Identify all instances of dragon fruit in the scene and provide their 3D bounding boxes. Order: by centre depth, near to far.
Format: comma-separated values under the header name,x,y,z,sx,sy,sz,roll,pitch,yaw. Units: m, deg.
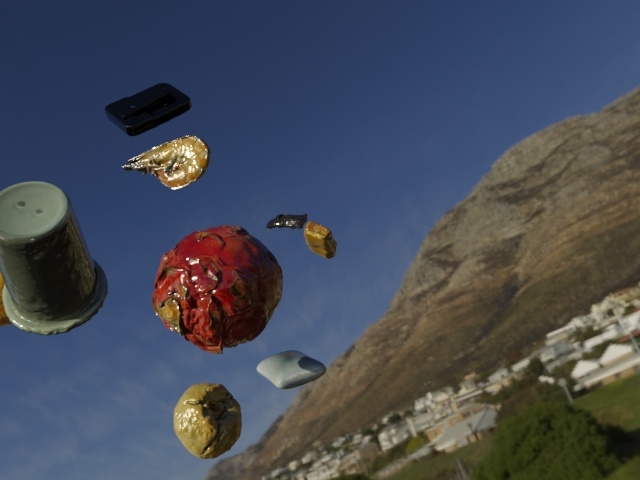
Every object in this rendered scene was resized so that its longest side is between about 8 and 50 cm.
name,x,y,z,sx,sy,sz,roll,pitch,yaw
dragon fruit,-0.222,0.104,1.489,0.277,0.277,0.342,-34,5,29

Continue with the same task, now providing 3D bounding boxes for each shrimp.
name,x,y,z,sx,sy,sz,roll,pitch,yaw
shrimp,-0.483,-0.231,2.114,0.316,0.164,0.062,-10,-19,19

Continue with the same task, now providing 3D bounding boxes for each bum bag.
name,x,y,z,sx,sy,sz,roll,pitch,yaw
bum bag,-0.085,-0.051,1.771,0.124,0.058,0.034,2,-51,33

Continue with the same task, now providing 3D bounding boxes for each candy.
name,x,y,z,sx,sy,sz,roll,pitch,yaw
candy,-0.078,0.330,1.735,0.138,0.071,0.174,-14,8,-23

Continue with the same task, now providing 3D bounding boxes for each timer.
name,x,y,z,sx,sy,sz,roll,pitch,yaw
timer,-0.440,-0.343,1.716,0.187,0.144,0.055,-33,-42,-26

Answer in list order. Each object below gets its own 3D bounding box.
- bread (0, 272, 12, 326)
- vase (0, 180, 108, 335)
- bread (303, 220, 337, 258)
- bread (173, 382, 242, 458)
name,x,y,z,sx,sy,sz,roll,pitch,yaw
bread,-1.029,0.110,2.065,0.394,0.250,0.361,-11,-66,11
vase,-0.611,0.034,1.480,0.245,0.245,0.291,-12,-37,-16
bread,0.000,0.000,1.700,0.074,0.053,0.132,22,-17,16
bread,-0.347,0.567,2.146,0.244,0.245,0.134,7,-35,-45
